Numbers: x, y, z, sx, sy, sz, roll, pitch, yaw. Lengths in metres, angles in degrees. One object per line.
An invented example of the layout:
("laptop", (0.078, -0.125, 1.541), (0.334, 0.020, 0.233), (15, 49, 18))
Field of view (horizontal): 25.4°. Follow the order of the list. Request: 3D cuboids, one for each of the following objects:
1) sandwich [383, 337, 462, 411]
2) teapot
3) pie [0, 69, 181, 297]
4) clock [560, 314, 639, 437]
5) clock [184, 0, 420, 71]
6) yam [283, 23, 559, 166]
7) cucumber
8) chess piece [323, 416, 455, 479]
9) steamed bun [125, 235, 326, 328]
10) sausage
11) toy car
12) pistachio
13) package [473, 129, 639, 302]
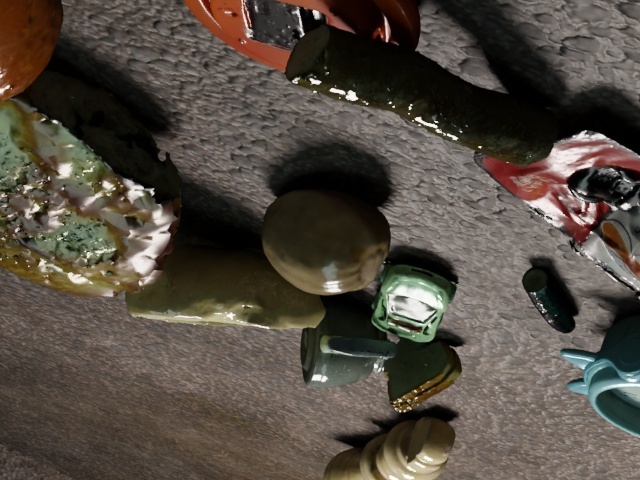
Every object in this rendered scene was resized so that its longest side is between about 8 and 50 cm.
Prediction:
("sandwich", (0.129, 0.160, 1.814), (0.105, 0.093, 0.036), (-29, 135, 20))
("teapot", (0.036, 0.122, 1.772), (0.108, 0.111, 0.149), (5, 149, -11))
("pie", (-0.313, -0.061, 1.523), (0.355, 0.103, 0.288), (36, 136, -26))
("clock", (0.401, 0.157, 1.548), (0.274, 0.094, 0.223), (14, 157, 19))
("clock", (-0.019, -0.188, 1.139), (0.205, 0.051, 0.205), (17, 157, 7))
("yam", (0.086, -0.116, 1.136), (0.253, 0.061, 0.061), (16, 164, -35))
("cucumber", (0.252, 0.071, 1.548), (0.032, 0.032, 0.133), (7, 156, 29))
("chess piece", (0.113, 0.347, 2.222), (0.117, 0.117, 0.397), (23, 156, -8))
("steamed bun", (-0.130, 0.050, 1.710), (0.231, 0.110, 0.212), (-2, 173, 37))
("sausage", (-0.304, -0.216, 1.193), (0.153, 0.141, 0.268), (16, 159, 11))
("toy car", (0.102, 0.077, 1.654), (0.093, 0.058, 0.186), (19, 160, 3))
("pistachio", (0.000, 0.000, 1.499), (0.185, 0.108, 0.126), (-2, 127, 57))
("package", (0.281, -0.014, 1.289), (0.269, 0.071, 0.194), (41, 150, -16))
